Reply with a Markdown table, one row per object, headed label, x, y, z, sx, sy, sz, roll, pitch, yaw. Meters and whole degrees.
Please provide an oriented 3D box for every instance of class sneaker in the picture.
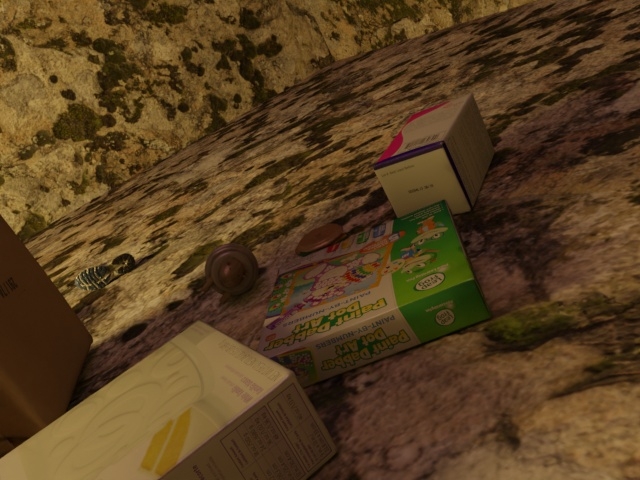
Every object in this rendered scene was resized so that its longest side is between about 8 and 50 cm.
| label | x | y | z | sx | sy | sz | roll | pitch | yaw |
| --- | --- | --- | --- | --- | --- | --- | --- | --- | --- |
| sneaker | -0.474 | 0.071 | 1.483 | 0.135 | 0.052 | 0.058 | -24 | 8 | -13 |

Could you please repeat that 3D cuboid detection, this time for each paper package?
| label | x | y | z | sx | sy | sz | roll | pitch | yaw |
| --- | --- | --- | --- | --- | --- | --- | --- | --- | --- |
| paper package | -0.487 | 0.128 | 0.929 | 0.168 | 0.309 | 0.325 | -31 | 18 | 0 |

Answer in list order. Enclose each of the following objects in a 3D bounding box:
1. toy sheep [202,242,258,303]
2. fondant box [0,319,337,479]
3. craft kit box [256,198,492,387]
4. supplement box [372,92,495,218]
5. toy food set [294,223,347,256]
| label | x | y | z | sx | sy | sz | roll | pitch | yaw |
| --- | --- | --- | --- | --- | --- | --- | --- | --- | --- |
| toy sheep | -0.138 | 0.046 | 1.035 | 0.091 | 0.091 | 0.132 | -28 | 13 | -2 |
| fondant box | -0.182 | 0.222 | 0.611 | 0.330 | 0.096 | 0.238 | -36 | 21 | -22 |
| craft kit box | 0.056 | 0.058 | 0.793 | 0.250 | 0.061 | 0.246 | -23 | 22 | 11 |
| supplement box | 0.179 | -0.125 | 1.014 | 0.111 | 0.114 | 0.220 | -16 | 23 | 32 |
| toy food set | 0.000 | 0.000 | 1.065 | 0.083 | 0.020 | 0.082 | -32 | 20 | -15 |
